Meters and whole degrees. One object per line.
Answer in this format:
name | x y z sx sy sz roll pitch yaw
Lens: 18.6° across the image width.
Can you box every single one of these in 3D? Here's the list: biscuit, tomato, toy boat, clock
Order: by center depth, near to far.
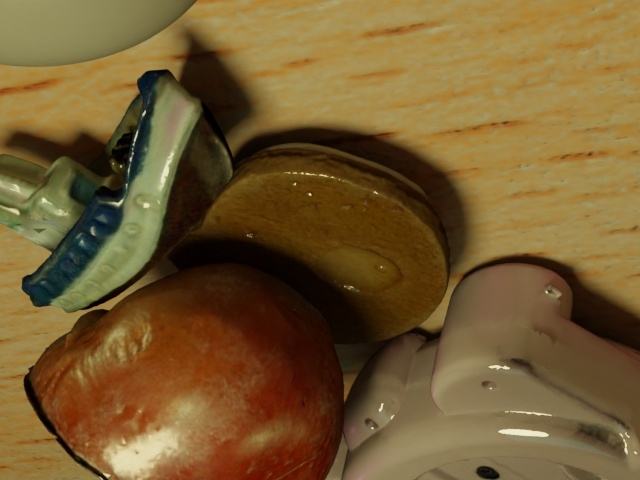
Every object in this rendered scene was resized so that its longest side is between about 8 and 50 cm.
toy boat | -0.153 -0.035 1.289 0.115 0.114 0.262 35 138 -19
tomato | -0.069 0.093 1.314 0.155 0.181 0.214 -47 151 14
biscuit | 0.000 0.000 1.336 0.181 0.049 0.208 26 143 -16
clock | 0.153 0.169 1.456 0.295 0.113 0.322 29 142 -19

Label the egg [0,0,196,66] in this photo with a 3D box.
egg | -0.161 -0.182 1.051 0.231 0.176 0.176 5 142 21
